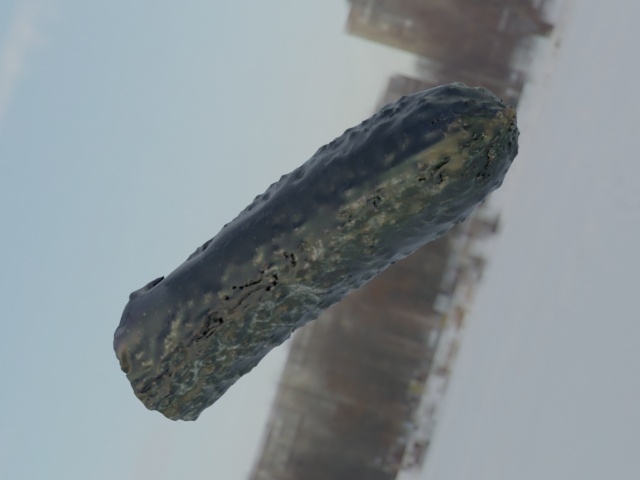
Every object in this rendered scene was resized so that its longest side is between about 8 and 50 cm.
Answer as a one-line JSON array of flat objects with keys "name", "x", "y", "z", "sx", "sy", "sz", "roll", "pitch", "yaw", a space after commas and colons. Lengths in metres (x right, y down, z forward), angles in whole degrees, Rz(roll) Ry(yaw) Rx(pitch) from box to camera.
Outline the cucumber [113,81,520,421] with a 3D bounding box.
[{"name": "cucumber", "x": -0.001, "y": -0.002, "z": 0.745, "sx": 0.245, "sy": 0.067, "sz": 0.067, "roll": -38, "pitch": 18, "yaw": 36}]
